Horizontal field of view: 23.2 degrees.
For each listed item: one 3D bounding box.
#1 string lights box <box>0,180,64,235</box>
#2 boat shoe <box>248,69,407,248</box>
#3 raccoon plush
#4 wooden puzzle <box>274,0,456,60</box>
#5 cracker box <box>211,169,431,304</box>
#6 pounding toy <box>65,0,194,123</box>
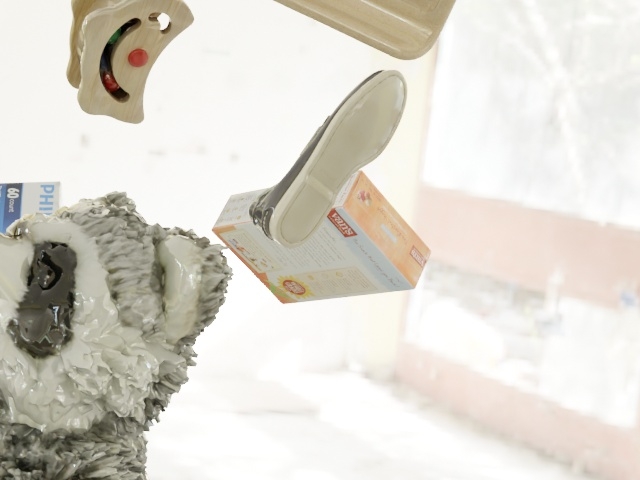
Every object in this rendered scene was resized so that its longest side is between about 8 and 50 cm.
[{"bbox_3d":[-0.414,0.009,1.716,0.260,0.076,0.133,-1,50,-4],"label":"string lights box"},{"bbox_3d":[0.004,-0.088,1.504,0.065,0.206,0.075,26,-14,45],"label":"boat shoe"},{"bbox_3d":[-0.153,0.169,1.036,0.216,0.299,0.446,31,-23,32],"label":"raccoon plush"},{"bbox_3d":[0.020,-0.376,1.360,0.322,0.347,0.080,25,23,1],"label":"wooden puzzle"},{"bbox_3d":[0.000,0.000,1.932,0.232,0.067,0.155,-8,-45,44],"label":"cracker box"},{"bbox_3d":[-0.274,-0.311,2.168,0.154,0.269,0.155,-7,42,-23],"label":"pounding toy"}]
